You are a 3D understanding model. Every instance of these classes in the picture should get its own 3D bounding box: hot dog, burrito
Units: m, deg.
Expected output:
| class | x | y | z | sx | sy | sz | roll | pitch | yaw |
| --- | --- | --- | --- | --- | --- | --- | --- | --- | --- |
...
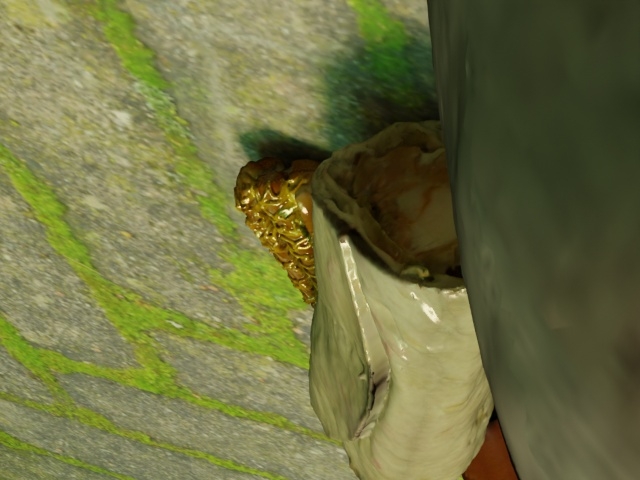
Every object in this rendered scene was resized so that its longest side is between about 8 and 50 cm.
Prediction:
| class | x | y | z | sx | sy | sz | roll | pitch | yaw |
| --- | --- | --- | --- | --- | --- | --- | --- | --- | --- |
| hot dog | 0.000 | 0.000 | 1.006 | 0.071 | 0.045 | 0.165 | 11 | 155 | 29 |
| burrito | 0.053 | 0.042 | 0.911 | 0.105 | 0.143 | 0.299 | -15 | 149 | -11 |

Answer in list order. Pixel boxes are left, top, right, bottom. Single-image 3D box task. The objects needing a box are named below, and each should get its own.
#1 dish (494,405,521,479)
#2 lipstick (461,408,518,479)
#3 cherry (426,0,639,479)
| class | x | y | z | sx | sy | sz | roll | pitch | yaw |
| --- | --- | --- | --- | --- | --- | --- | --- | --- | --- |
| dish | 0.199 | 0.111 | 0.890 | 0.106 | 0.316 | 0.316 | -20 | 159 | -12 |
| lipstick | 0.150 | 0.192 | 1.243 | 0.077 | 0.077 | 0.418 | 11 | 153 | 25 |
| cherry | 0.154 | -0.065 | 0.409 | 0.291 | 0.335 | 0.326 | 14 | -171 | -15 |
